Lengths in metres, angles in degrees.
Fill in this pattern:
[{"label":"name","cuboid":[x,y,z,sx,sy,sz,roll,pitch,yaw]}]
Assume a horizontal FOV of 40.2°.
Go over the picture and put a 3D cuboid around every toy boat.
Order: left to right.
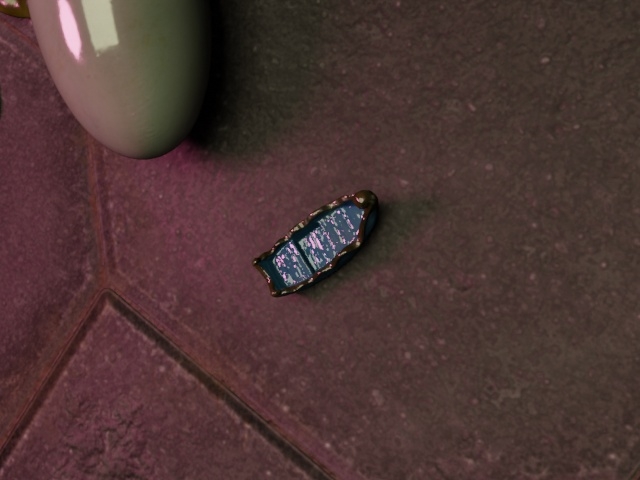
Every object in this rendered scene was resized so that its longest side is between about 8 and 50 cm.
[{"label":"toy boat","cuboid":[0.000,0.000,1.095,0.185,0.077,0.075,-35,74,15]}]

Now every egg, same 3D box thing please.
[{"label":"egg","cuboid":[-0.256,-0.287,1.133,0.230,0.230,0.371,-11,87,19]}]

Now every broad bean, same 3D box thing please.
[{"label":"broad bean","cuboid":[-0.424,-0.357,1.298,0.213,0.048,0.070,24,93,23]}]
